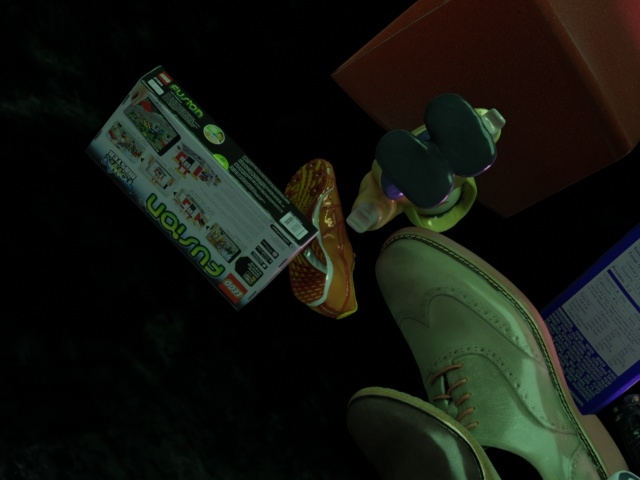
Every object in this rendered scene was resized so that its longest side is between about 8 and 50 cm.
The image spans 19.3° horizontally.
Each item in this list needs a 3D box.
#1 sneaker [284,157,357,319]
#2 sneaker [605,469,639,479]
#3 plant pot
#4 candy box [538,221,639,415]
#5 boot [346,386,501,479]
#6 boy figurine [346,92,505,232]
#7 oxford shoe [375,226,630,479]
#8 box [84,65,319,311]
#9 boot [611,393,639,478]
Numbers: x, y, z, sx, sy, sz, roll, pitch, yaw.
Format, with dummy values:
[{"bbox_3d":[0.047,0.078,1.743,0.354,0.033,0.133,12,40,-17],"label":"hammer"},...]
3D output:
[{"bbox_3d":[0.000,0.000,1.802,0.067,0.064,0.175,35,42,-43],"label":"sneaker"},{"bbox_3d":[0.337,0.310,1.702,0.153,0.094,0.235,47,-3,43],"label":"sneaker"},{"bbox_3d":[0.223,-0.185,1.980,0.235,0.267,0.267,54,41,-7],"label":"plant pot"},{"bbox_3d":[0.360,0.022,1.858,0.122,0.317,0.268,51,42,7],"label":"candy box"},{"bbox_3d":[0.080,0.258,1.623,0.248,0.090,0.207,43,45,6],"label":"boot"},{"bbox_3d":[0.100,-0.061,1.816,0.177,0.285,0.092,-36,82,-4],"label":"boy figurine"},{"bbox_3d":[0.152,0.142,1.749,0.130,0.123,0.348,-29,77,-44],"label":"oxford shoe"},{"bbox_3d":[-0.109,-0.046,1.700,0.207,0.114,0.036,47,42,2],"label":"box"},{"bbox_3d":[0.315,0.197,1.826,0.137,0.077,0.198,62,3,26],"label":"boot"}]
